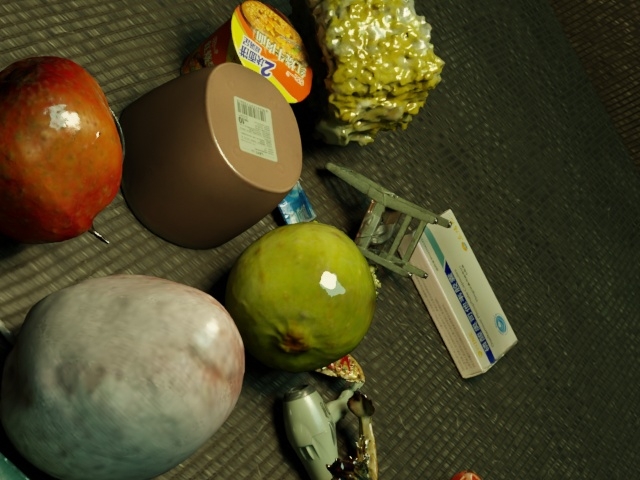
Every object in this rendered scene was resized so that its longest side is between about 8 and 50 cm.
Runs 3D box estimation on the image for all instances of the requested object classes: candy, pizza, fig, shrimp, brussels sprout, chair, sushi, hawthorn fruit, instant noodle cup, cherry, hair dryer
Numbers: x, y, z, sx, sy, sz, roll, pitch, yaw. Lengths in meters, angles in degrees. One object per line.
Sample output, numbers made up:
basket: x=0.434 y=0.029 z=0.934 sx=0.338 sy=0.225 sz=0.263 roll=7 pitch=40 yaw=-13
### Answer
candy: x=-0.049 y=-0.067 z=2.091 sx=0.088 sy=0.038 sz=0.136 roll=62 pitch=28 yaw=-7
pizza: x=0.045 y=0.233 z=1.984 sx=0.099 sy=0.029 sz=0.100 roll=28 pitch=28 yaw=16
fig: x=-0.024 y=0.081 z=1.863 sx=0.258 sy=0.258 sz=0.326 roll=52 pitch=27 yaw=-15
shrimp: x=0.063 y=0.362 z=1.839 sx=0.290 sy=0.054 sz=0.222 roll=48 pitch=40 yaw=-68
brussels sprout: x=0.095 y=0.090 z=2.157 sx=0.085 sy=0.058 sz=0.085 roll=-14 pitch=90 yaw=-84
chair: x=0.114 y=-0.038 z=2.192 sx=0.270 sy=0.147 sz=0.136 roll=28 pitch=8 yaw=19
sushi: x=0.081 y=-0.372 z=2.123 sx=0.240 sy=0.396 sz=0.351 roll=-11 pitch=79 yaw=-9
hawthorn fruit: x=-0.385 y=-0.107 z=1.540 sx=0.300 sy=0.254 sz=0.254 roll=53 pitch=37 yaw=-32
instant noodle cup: x=-0.147 y=-0.322 z=2.011 sx=0.213 sy=0.174 sz=0.213 roll=27 pitch=51 yaw=-39
cherry: x=-0.273 y=0.190 z=1.460 sx=0.326 sy=0.335 sz=0.291 roll=-31 pitch=111 yaw=-30
hair dryer: x=0.032 y=0.369 z=1.914 sx=0.267 sy=0.092 sz=0.229 roll=8 pitch=71 yaw=-58

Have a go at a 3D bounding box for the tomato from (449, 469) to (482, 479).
tomato: x=0.283 y=0.542 z=2.100 sx=0.155 sy=0.069 sz=0.156 roll=31 pitch=47 yaw=-40

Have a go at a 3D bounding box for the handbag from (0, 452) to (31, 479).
handbag: x=-0.441 y=0.389 z=1.307 sx=0.274 sy=0.100 sz=0.269 roll=51 pitch=40 yaw=-17

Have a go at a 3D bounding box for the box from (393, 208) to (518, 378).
box: x=0.306 y=0.117 z=2.379 sx=0.200 sy=0.065 sz=0.343 roll=-28 pitch=92 yaw=-53

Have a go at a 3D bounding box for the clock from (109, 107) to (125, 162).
clock: x=-0.402 y=-0.170 z=1.729 sx=0.184 sy=0.040 sz=0.185 roll=28 pitch=50 yaw=-39

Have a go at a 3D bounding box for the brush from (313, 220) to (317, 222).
brush: x=0.000 y=0.000 z=2.121 sx=0.019 sy=0.021 sz=0.083 roll=-32 pitch=101 yaw=-51

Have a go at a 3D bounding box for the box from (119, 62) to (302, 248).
box: x=-0.181 y=-0.157 z=1.844 sx=0.301 sy=0.216 sz=0.301 roll=29 pitch=47 yaw=-37
